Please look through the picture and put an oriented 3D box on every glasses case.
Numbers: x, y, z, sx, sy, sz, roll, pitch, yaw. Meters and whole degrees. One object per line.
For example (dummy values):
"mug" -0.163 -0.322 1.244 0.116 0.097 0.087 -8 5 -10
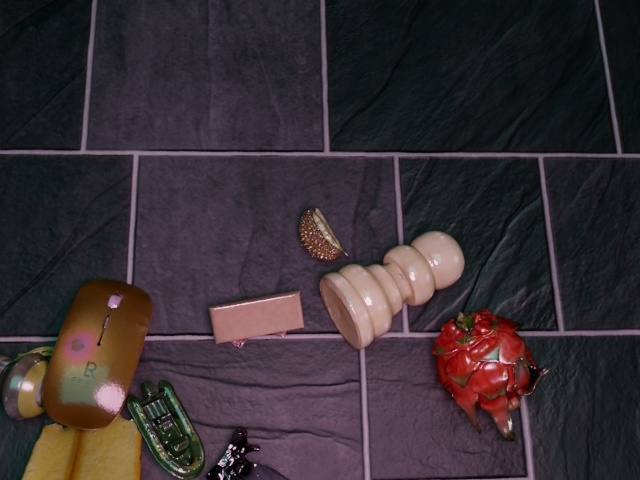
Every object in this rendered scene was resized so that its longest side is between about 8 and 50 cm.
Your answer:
"glasses case" -0.129 0.163 1.585 0.193 0.070 0.103 -10 101 -9

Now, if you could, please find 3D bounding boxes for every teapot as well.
"teapot" -0.572 0.267 1.494 0.119 0.130 0.166 11 38 15

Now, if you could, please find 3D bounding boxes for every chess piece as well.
"chess piece" 0.164 0.084 1.583 0.299 0.167 0.167 -27 76 -16

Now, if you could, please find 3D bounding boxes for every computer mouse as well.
"computer mouse" -0.432 0.212 1.504 0.158 0.072 0.310 16 59 -8

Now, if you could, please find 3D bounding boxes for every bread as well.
"bread" -0.442 0.489 1.363 0.233 0.245 0.362 0 75 -6

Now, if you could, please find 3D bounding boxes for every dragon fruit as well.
"dragon fruit" 0.329 0.255 1.519 0.192 0.193 0.274 -29 100 -9

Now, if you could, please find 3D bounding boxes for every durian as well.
"durian" 0.000 0.000 1.636 0.071 0.110 0.140 -41 90 20

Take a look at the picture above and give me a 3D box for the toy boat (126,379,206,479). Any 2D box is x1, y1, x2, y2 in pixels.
"toy boat" -0.295 0.369 1.499 0.104 0.052 0.210 -20 71 -42

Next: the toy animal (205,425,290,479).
"toy animal" -0.101 0.460 1.459 0.210 0.117 0.121 31 66 8
